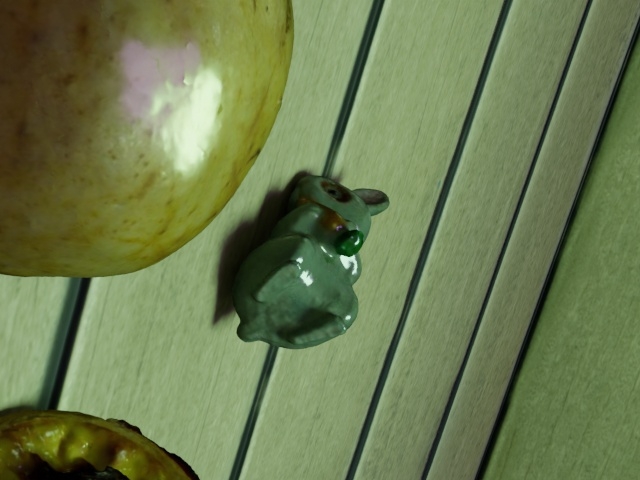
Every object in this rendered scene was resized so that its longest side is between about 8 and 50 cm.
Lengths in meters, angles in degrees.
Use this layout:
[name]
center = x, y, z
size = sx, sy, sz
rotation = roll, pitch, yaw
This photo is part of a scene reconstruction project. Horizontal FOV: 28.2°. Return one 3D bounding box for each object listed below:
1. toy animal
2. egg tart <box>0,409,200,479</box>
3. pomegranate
[toy animal]
center = -0.003, -0.001, 1.304
size = 0.251, 0.127, 0.125
rotation = -64, 153, -52
[egg tart]
center = -0.193, 0.238, 0.952
size = 0.215, 0.215, 0.171
rotation = -32, 155, -57
[pomegranate]
center = -0.142, -0.100, 0.626
size = 0.260, 0.260, 0.260
rotation = -51, 154, -37
